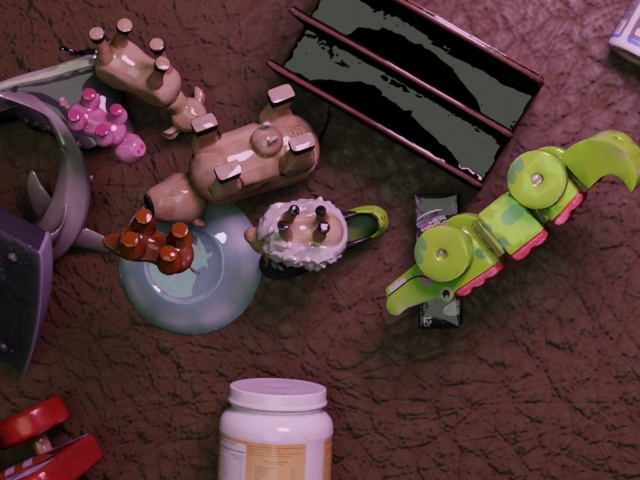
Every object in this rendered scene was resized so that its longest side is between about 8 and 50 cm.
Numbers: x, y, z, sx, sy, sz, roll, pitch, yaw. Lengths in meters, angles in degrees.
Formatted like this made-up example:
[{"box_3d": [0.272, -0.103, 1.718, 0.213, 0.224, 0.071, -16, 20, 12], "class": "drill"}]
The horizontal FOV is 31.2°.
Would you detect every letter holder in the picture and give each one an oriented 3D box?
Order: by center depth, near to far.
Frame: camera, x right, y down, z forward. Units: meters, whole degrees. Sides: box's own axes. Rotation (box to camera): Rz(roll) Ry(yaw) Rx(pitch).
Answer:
[{"box_3d": [0.097, -0.198, 1.356, 0.302, 0.214, 0.152, 31, 96, 5], "class": "letter holder"}]

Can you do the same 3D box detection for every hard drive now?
[{"box_3d": [-0.419, 0.048, 1.454, 0.172, 0.054, 0.254, 28, 137, 6], "class": "hard drive"}]

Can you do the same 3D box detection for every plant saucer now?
[{"box_3d": [-0.174, 0.029, 1.494, 0.195, 0.037, 0.194, 0, 93, 8], "class": "plant saucer"}]

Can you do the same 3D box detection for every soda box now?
[{"box_3d": [0.149, 0.025, 1.436, 0.053, 0.060, 0.168, -2, 92, 11], "class": "soda box"}]

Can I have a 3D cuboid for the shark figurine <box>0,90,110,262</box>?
[{"box_3d": [-0.336, -0.053, 1.439, 0.166, 0.116, 0.278, 13, 119, 3], "class": "shark figurine"}]

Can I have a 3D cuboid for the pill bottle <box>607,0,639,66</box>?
[{"box_3d": [0.413, -0.278, 1.378, 0.078, 0.078, 0.137, 30, 96, 6], "class": "pill bottle"}]

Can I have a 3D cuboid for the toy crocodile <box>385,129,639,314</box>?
[{"box_3d": [0.214, -0.015, 1.316, 0.340, 0.115, 0.105, -39, 83, 20], "class": "toy crocodile"}]

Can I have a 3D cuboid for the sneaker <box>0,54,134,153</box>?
[{"box_3d": [-0.358, -0.155, 1.487, 0.222, 0.083, 0.118, -18, 90, 7], "class": "sneaker"}]

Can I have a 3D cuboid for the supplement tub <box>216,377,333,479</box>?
[{"box_3d": [-0.057, 0.281, 1.434, 0.144, 0.144, 0.199, 3, 93, 8], "class": "supplement tub"}]

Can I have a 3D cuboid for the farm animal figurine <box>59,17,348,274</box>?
[{"box_3d": [-0.146, -0.104, 1.412, 0.327, 0.172, 0.330, -5, 72, -7], "class": "farm animal figurine"}]

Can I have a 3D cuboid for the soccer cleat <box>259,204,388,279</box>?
[{"box_3d": [0.000, 0.000, 1.449, 0.179, 0.072, 0.060, -24, 89, 8], "class": "soccer cleat"}]

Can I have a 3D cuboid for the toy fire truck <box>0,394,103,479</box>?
[{"box_3d": [-0.423, 0.326, 1.431, 0.302, 0.254, 0.169, -24, 89, 8], "class": "toy fire truck"}]
